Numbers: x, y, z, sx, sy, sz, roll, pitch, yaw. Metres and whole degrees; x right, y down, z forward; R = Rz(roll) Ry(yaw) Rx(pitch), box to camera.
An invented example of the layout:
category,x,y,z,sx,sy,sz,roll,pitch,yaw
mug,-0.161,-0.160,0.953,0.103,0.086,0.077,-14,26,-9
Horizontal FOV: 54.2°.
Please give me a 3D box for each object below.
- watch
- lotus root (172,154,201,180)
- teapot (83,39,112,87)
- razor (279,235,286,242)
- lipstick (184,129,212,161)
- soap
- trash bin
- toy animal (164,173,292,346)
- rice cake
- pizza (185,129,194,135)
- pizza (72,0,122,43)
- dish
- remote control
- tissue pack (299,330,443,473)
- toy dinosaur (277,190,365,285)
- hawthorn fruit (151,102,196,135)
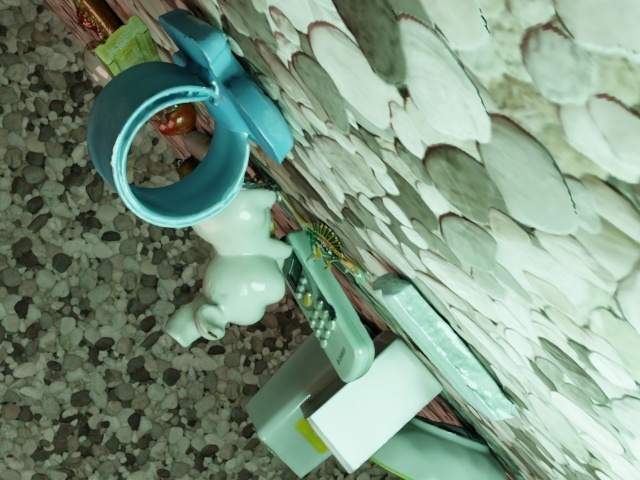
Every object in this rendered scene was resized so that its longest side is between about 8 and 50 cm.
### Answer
category,x,y,z,sx,sy,sz,roll,pitch,yaw
watch,-0.160,-0.123,0.695,0.211,0.193,0.211,45,173,7
lotus root,-0.238,-0.112,1.477,0.241,0.124,0.123,51,171,4
teapot,-0.596,-0.488,1.779,0.245,0.116,0.159,39,158,24
razor,-0.039,0.054,1.440,0.148,0.054,0.090,43,171,31
lipstick,-0.231,-0.185,1.319,0.059,0.059,0.264,53,172,-29
soap,-0.334,-0.315,1.123,0.037,0.092,0.252,47,172,-3
trash bin,0.007,0.366,1.556,0.256,0.367,0.296,51,173,-24
toy animal,-0.158,0.035,1.145,0.182,0.310,0.247,15,-165,43
rice cake,0.152,0.134,0.788,0.226,0.040,0.085,49,173,-6
pizza,-0.338,-0.290,1.536,0.109,0.026,0.123,52,175,-4
pizza,-0.462,-0.456,1.272,0.188,0.062,0.199,55,172,-28
dish,0.251,0.436,1.306,0.324,0.124,0.324,21,172,3
remote control,0.006,0.126,1.185,0.296,0.056,0.140,59,154,27
tissue pack,0.095,0.314,1.256,0.136,0.246,0.159,49,173,-1
toy dinosaur,0.002,-0.003,0.999,0.106,0.044,0.187,4,123,61
hawthorn fruit,-0.291,-0.246,1.235,0.093,0.093,0.093,47,173,8
